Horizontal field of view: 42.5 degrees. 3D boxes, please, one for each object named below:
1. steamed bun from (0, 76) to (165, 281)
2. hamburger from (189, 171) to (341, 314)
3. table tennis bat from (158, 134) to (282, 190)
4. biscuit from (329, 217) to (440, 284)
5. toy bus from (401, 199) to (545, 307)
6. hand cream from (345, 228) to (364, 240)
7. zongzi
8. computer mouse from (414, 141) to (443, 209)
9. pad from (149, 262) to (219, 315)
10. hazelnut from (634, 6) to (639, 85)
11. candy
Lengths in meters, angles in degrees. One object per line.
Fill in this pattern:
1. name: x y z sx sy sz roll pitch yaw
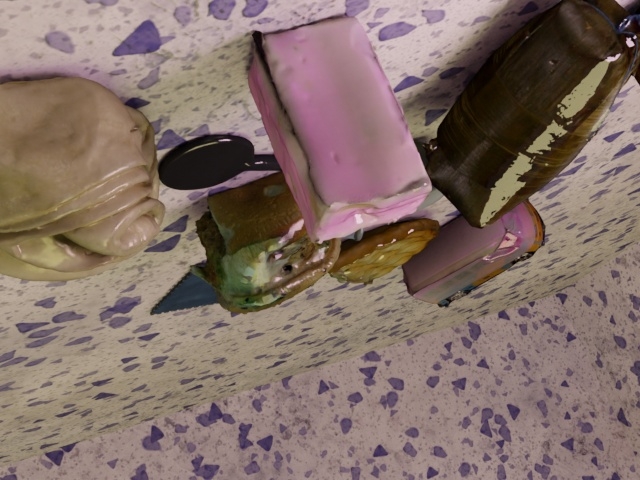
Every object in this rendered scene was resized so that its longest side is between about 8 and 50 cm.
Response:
1. steamed bun: -0.316 -0.047 1.014 0.275 0.203 0.289 -12 161 -30
2. hamburger: -0.086 0.009 1.406 0.287 0.192 0.168 -20 132 -5
3. table tennis bat: -0.144 -0.121 1.297 0.236 0.027 0.150 -6 156 -38
4. biscuit: 0.133 0.038 2.023 0.329 0.078 0.335 -19 163 -18
5. toy bus: 0.385 0.027 2.128 0.162 0.171 0.386 3 150 -46
6. hand cream: -0.042 -0.031 1.522 0.255 0.055 0.088 1 129 -9
7. zongzi: 0.401 -0.254 1.350 0.432 0.208 0.403 -30 162 -44
8. computer mouse: 0.134 -0.108 1.498 0.230 0.128 0.079 -13 154 -24
9. pad: -0.224 0.098 1.872 0.269 0.012 0.269 -6 157 -41
10. hazelnut: 0.602 -0.301 1.341 0.229 0.230 0.229 -20 162 -6
11. candy: 0.019 -0.143 1.030 0.155 0.265 0.116 -17 159 -17
